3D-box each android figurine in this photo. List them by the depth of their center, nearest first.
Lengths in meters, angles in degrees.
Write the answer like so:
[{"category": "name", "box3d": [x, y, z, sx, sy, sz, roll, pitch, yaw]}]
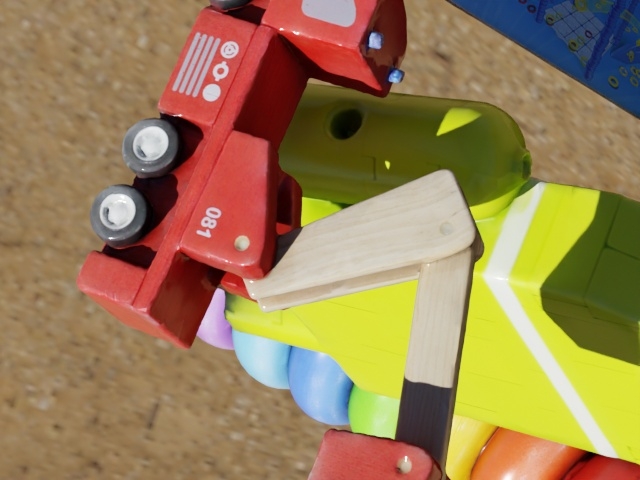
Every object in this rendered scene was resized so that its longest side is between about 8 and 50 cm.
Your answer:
[{"category": "android figurine", "box3d": [0.068, 0.023, 0.750, 0.273, 0.248, 0.056, 10, 67, 31]}]

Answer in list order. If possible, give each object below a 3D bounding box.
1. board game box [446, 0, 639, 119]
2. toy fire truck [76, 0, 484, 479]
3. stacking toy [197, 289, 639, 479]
[{"category": "board game box", "box3d": [0.205, -0.146, 0.963, 0.302, 0.308, 0.086, 40, 124, 44]}, {"category": "toy fire truck", "box3d": [0.000, 0.000, 0.607, 0.135, 0.047, 0.192, 19, 77, 20]}, {"category": "stacking toy", "box3d": [0.059, 0.067, 0.937, 0.330, 0.141, 0.141, 40, 97, 24]}]
